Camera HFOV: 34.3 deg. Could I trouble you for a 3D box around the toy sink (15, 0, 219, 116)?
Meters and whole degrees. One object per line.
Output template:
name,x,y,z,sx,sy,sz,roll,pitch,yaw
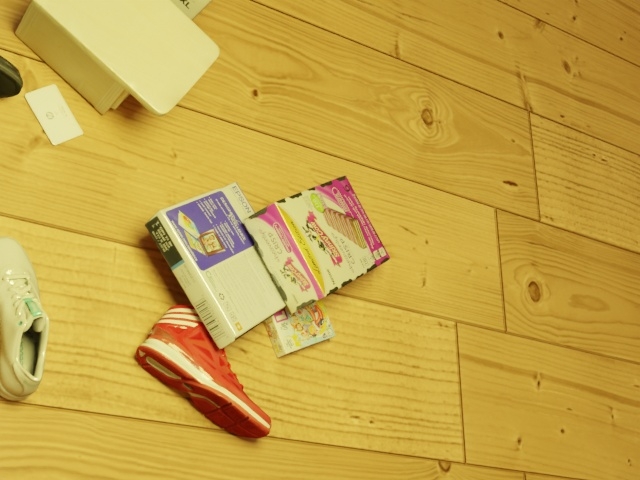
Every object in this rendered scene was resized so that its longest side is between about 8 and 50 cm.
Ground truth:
toy sink,-0.290,-0.282,1.488,0.234,0.131,0.152,42,61,-12

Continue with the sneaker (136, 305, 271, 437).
sneaker,-0.137,0.171,1.450,0.221,0.087,0.128,42,53,-18

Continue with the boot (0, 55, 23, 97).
boot,-0.477,-0.342,1.405,0.263,0.091,0.229,35,54,-18

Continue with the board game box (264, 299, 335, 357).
board game box,-0.048,0.092,1.590,0.103,0.026,0.154,-16,82,-40

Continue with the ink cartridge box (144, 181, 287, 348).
ink cartridge box,-0.133,0.029,1.496,0.206,0.045,0.208,59,31,2

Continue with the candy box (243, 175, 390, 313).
candy box,0.000,0.000,1.597,0.159,0.071,0.233,62,32,1

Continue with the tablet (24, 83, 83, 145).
tablet,-0.377,-0.178,1.468,0.054,0.006,0.083,-31,90,-41

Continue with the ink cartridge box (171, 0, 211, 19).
ink cartridge box,-0.233,-0.391,1.539,0.148,0.203,0.086,45,50,-13

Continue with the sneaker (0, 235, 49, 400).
sneaker,-0.373,0.088,1.297,0.080,0.094,0.212,-2,72,-37
